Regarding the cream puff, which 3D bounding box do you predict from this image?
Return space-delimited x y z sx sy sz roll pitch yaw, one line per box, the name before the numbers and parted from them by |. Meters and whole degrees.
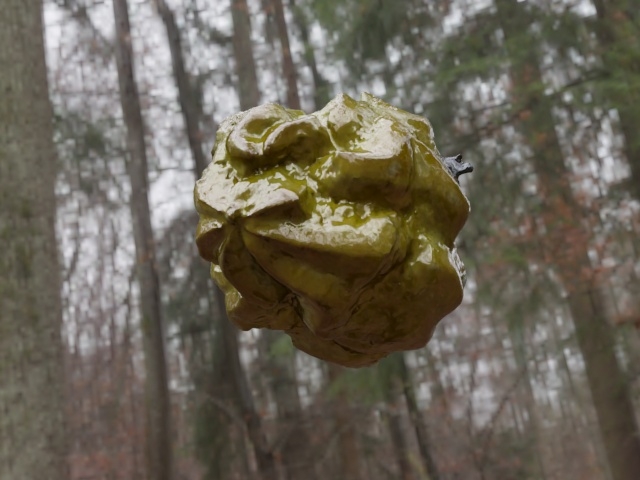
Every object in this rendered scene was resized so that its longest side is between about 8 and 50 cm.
cream puff | -0.001 0.000 0.624 0.156 0.121 0.156 -12 -44 -12
